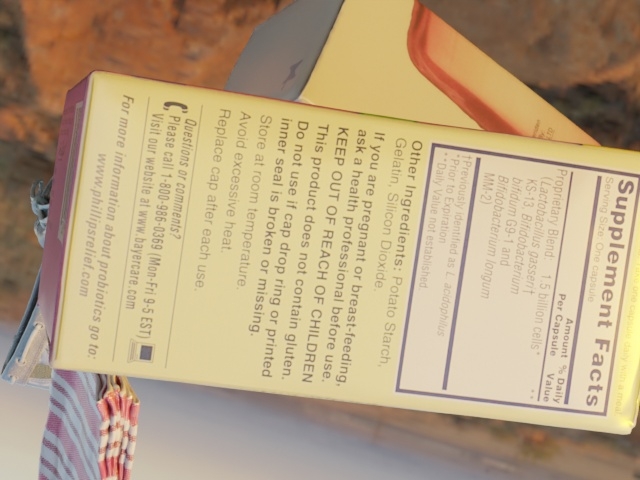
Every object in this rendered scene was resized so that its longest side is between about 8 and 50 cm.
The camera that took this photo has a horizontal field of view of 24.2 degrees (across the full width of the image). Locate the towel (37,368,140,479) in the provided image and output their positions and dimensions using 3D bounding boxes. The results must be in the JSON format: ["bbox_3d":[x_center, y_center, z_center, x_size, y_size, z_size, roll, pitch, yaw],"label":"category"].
[{"bbox_3d":[-0.172,0.148,1.057,0.029,0.197,0.144,-3,-149,-25],"label":"towel"}]

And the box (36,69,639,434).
[{"bbox_3d":[0.000,0.000,0.686,0.243,0.117,0.213,8,-178,-12],"label":"box"}]

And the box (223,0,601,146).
[{"bbox_3d":[0.055,-0.062,1.043,0.232,0.127,0.148,35,150,-22],"label":"box"}]

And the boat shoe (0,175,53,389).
[{"bbox_3d":[-0.266,0.023,1.532,0.103,0.320,0.118,6,-146,-10],"label":"boat shoe"}]
